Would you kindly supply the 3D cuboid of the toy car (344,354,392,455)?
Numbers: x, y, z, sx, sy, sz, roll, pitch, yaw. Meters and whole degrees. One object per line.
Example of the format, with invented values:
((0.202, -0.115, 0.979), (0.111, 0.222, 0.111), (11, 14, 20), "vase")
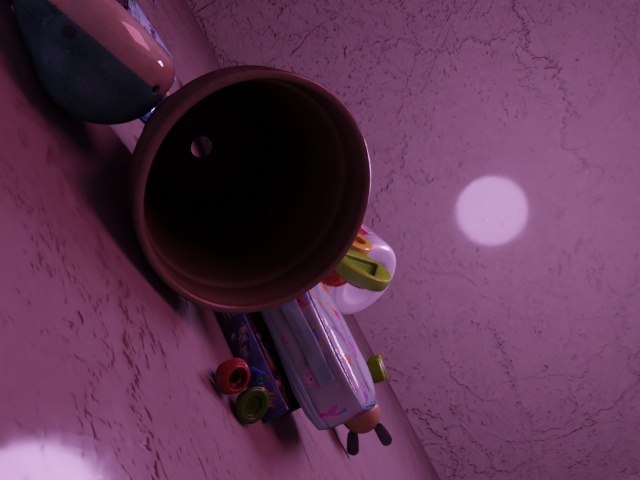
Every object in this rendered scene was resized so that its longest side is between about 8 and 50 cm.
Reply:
((0.087, 0.369, 1.320), (0.149, 0.154, 0.189), (36, 36, -80), "toy car")

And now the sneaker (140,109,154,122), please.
((-0.319, -0.289, 1.050), (0.209, 0.082, 0.069), (60, 3, -45), "sneaker")

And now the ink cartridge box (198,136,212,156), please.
((-0.084, -0.182, 1.513), (0.091, 0.384, 0.308), (-58, -132, 43), "ink cartridge box")

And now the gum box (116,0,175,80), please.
((-0.407, -0.467, 1.387), (0.184, 0.041, 0.157), (60, 5, -40), "gum box")

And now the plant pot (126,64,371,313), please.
((-0.132, -0.101, 0.863), (0.280, 0.323, 0.323), (40, -16, 54), "plant pot")

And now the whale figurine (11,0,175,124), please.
((-0.313, -0.249, 0.737), (0.272, 0.141, 0.216), (38, 1, 7), "whale figurine")

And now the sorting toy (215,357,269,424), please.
((-0.106, 0.192, 0.793), (0.042, 0.061, 0.102), (13, -46, 48), "sorting toy")

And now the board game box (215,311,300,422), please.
((-0.103, 0.167, 0.974), (0.243, 0.042, 0.165), (63, 4, 14), "board game box")

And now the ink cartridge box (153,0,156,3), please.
((-0.546, -0.777, 1.563), (0.311, 0.065, 0.186), (54, 9, -47), "ink cartridge box")

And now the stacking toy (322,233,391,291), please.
((-0.014, 0.054, 1.275), (0.308, 0.131, 0.279), (17, 19, -28), "stacking toy")

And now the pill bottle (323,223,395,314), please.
((0.000, 0.000, 1.654), (0.407, 0.229, 0.229), (43, -9, 39), "pill bottle")

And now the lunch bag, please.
((-0.013, 0.171, 1.000), (0.279, 0.107, 0.224), (62, 6, 16), "lunch bag")

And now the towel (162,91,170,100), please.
((-0.305, -0.261, 1.181), (0.110, 0.027, 0.148), (60, -14, -9), "towel")
